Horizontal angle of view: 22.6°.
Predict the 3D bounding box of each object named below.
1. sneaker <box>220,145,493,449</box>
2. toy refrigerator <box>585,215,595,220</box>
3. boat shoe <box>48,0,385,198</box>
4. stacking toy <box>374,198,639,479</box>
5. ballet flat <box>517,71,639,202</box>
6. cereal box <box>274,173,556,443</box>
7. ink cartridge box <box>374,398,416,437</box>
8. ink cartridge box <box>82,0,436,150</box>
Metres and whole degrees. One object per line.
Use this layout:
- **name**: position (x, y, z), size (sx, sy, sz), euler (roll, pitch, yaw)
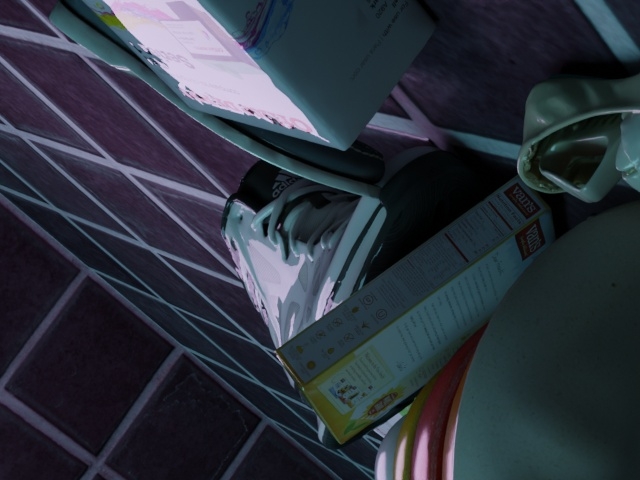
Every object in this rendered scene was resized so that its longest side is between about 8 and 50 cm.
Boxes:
- **sneaker**: position (-0.001, 0.001, 1.468), size (0.257, 0.169, 0.447), euler (52, 155, 20)
- **toy refrigerator**: position (0.292, 0.101, 1.246), size (0.269, 0.094, 0.102), euler (34, 168, 7)
- **boat shoe**: position (-0.072, -0.140, 1.272), size (0.319, 0.099, 0.116), euler (33, -172, 19)
- **stacking toy**: position (0.158, 0.172, 1.140), size (0.351, 0.350, 0.480), euler (38, 159, -14)
- **ballet flat**: position (0.193, -0.057, 0.950), size (0.086, 0.086, 0.248), euler (39, 166, -18)
- **cereal box**: position (0.087, 0.060, 1.302), size (0.047, 0.240, 0.173), euler (52, 175, 25)
- **ink cartridge box**: position (0.171, 0.215, 1.928), size (0.198, 0.114, 0.273), euler (38, 167, -11)
- **ink cartridge box**: position (-0.085, -0.197, 1.070), size (0.201, 0.117, 0.278), euler (20, 161, 50)
